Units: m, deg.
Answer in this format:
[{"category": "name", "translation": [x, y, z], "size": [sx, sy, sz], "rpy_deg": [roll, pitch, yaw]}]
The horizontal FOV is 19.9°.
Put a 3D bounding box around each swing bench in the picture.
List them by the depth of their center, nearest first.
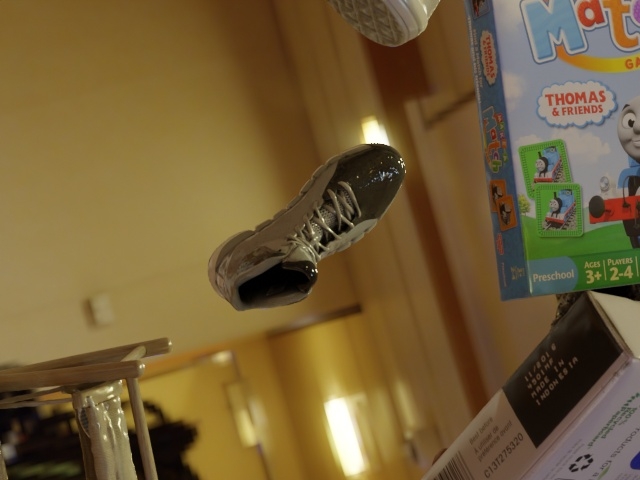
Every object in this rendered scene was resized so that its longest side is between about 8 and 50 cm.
[{"category": "swing bench", "translation": [-0.278, 0.258, 1.998], "size": [0.165, 0.254, 0.253], "rpy_deg": [-42, 122, -81]}]

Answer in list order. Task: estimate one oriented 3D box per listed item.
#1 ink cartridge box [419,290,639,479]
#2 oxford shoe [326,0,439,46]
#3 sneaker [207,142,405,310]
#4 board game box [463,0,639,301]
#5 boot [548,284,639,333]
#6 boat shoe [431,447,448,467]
[{"category": "ink cartridge box", "translation": [0.248, 0.134, 1.146], "size": [0.176, 0.371, 0.069], "rpy_deg": [-53, -136, 27]}, {"category": "oxford shoe", "translation": [-0.024, -0.390, 1.788], "size": [0.449, 0.130, 0.169], "rpy_deg": [48, -17, -19]}, {"category": "sneaker", "translation": [0.000, 0.000, 1.771], "size": [0.086, 0.228, 0.132], "rpy_deg": [52, 1, -20]}, {"category": "board game box", "translation": [0.175, -0.076, 1.136], "size": [0.039, 0.160, 0.212], "rpy_deg": [166, -83, -65]}, {"category": "boot", "translation": [0.346, 0.062, 2.273], "size": [0.260, 0.131, 0.348], "rpy_deg": [58, 29, -67]}, {"category": "boat shoe", "translation": [0.146, 0.309, 1.815], "size": [0.073, 0.073, 0.207], "rpy_deg": [8, -90, 52]}]
